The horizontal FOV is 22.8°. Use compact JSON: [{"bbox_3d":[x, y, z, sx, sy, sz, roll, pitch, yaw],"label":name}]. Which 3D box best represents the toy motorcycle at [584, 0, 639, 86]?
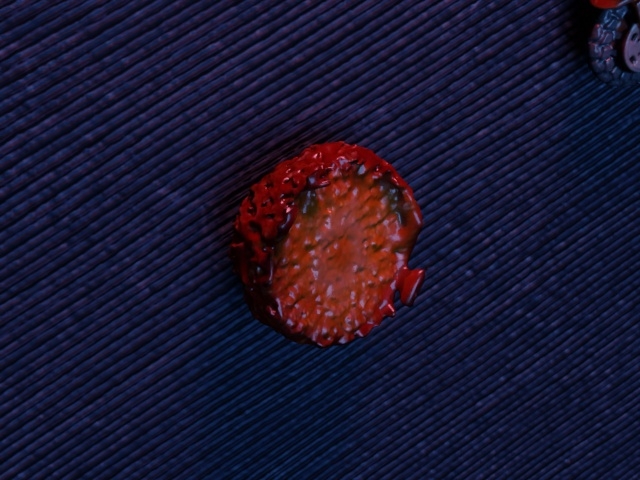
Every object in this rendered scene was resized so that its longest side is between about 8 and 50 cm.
[{"bbox_3d":[0.284,-0.242,1.112,0.298,0.089,0.171,-45,127,-5],"label":"toy motorcycle"}]

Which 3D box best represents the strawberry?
[{"bbox_3d":[0.000,0.000,1.064,0.145,0.086,0.145,-15,122,-25],"label":"strawberry"}]
